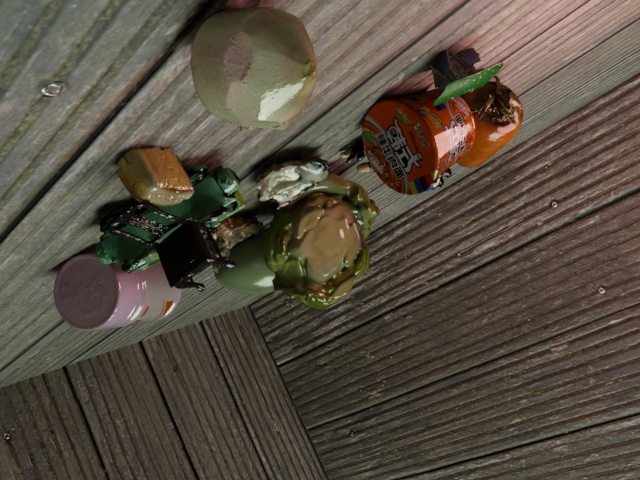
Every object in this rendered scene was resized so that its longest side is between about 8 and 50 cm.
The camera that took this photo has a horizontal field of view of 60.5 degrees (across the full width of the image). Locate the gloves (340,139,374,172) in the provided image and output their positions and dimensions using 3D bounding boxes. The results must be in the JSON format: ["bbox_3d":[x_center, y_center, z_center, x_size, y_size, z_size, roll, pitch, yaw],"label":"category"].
[{"bbox_3d":[0.147,-0.262,1.584,0.181,0.106,0.129,3,167,-2],"label":"gloves"}]

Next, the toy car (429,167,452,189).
[{"bbox_3d":[0.296,-0.245,1.749,0.190,0.188,0.255,-17,175,0],"label":"toy car"}]

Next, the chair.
[{"bbox_3d":[-0.288,0.016,1.066,0.106,0.113,0.229,-37,155,17],"label":"chair"}]

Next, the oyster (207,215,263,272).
[{"bbox_3d":[-0.285,-0.016,1.766,0.204,0.111,0.396,-42,176,-21],"label":"oyster"}]

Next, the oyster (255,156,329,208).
[{"bbox_3d":[-0.078,-0.171,1.451,0.214,0.083,0.223,-29,166,-3],"label":"oyster"}]

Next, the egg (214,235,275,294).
[{"bbox_3d":[-0.251,0.100,2.064,0.295,0.218,0.218,-15,168,-15],"label":"egg"}]

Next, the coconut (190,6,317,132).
[{"bbox_3d":[-0.081,-0.230,0.752,0.171,0.183,0.171,-30,131,-41],"label":"coconut"}]

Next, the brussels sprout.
[{"bbox_3d":[-0.012,-0.005,1.786,0.342,0.425,0.361,22,180,-17],"label":"brussels sprout"}]

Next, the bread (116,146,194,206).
[{"bbox_3d":[-0.313,-0.116,1.032,0.082,0.106,0.125,-31,167,25],"label":"bread"}]

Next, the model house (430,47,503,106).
[{"bbox_3d":[0.320,-0.394,1.271,0.167,0.088,0.117,-25,171,-15],"label":"model house"}]

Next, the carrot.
[{"bbox_3d":[0.472,-0.356,1.594,0.193,0.214,0.331,-54,-178,-15],"label":"carrot"}]

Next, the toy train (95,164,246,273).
[{"bbox_3d":[-0.329,-0.052,1.262,0.369,0.150,0.237,-28,179,10],"label":"toy train"}]

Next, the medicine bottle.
[{"bbox_3d":[-0.545,0.136,1.511,0.202,0.202,0.316,-28,170,12],"label":"medicine bottle"}]

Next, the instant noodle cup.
[{"bbox_3d":[0.259,-0.265,1.404,0.192,0.250,0.250,-30,174,-32],"label":"instant noodle cup"}]
